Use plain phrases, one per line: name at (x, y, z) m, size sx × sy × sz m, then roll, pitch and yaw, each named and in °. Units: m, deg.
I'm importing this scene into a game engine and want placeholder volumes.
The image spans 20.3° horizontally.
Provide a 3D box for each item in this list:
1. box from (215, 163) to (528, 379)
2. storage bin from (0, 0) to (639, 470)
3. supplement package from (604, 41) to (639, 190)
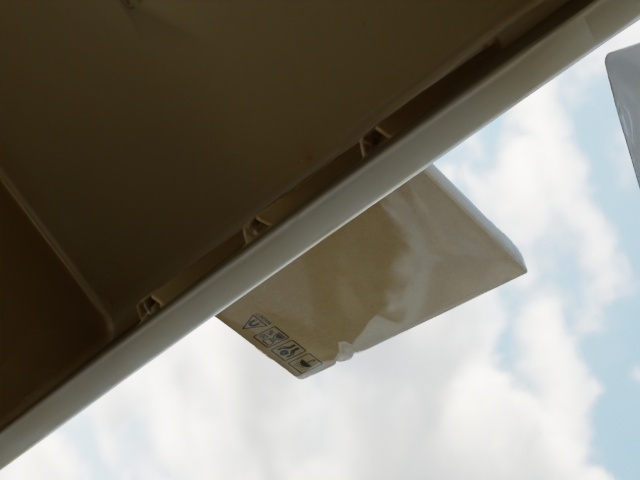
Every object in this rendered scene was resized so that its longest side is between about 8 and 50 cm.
box at (0.000, 0.000, 1.004) m, size 0.201 × 0.164 × 0.021 m, roll 41°, pitch 30°, yaw -44°
storage bin at (-0.078, -0.105, 0.418) m, size 0.262 × 0.123 × 0.260 m, roll -36°, pitch -88°, yaw 36°
supplement package at (0.232, 0.016, 0.756) m, size 0.203 × 0.149 × 0.194 m, roll 37°, pitch 37°, yaw -64°
